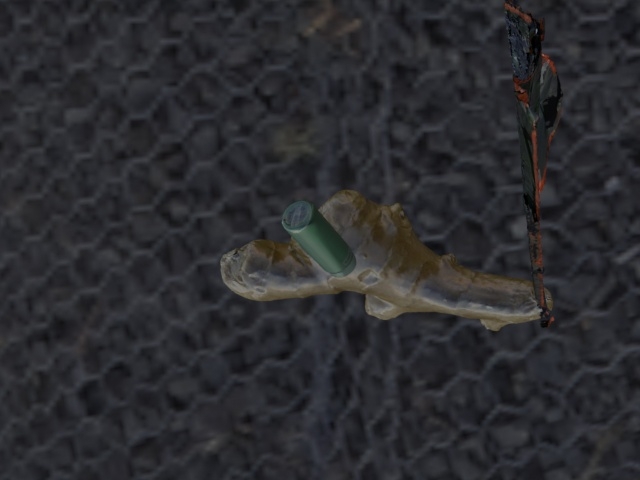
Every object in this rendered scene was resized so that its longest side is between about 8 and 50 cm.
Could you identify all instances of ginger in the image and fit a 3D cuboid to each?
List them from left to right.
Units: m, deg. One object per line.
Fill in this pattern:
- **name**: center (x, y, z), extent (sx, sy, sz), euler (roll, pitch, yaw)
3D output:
- **ginger**: center (0.070, 0.029, 1.876), extent (0.334, 0.081, 0.148), euler (15, 112, -4)

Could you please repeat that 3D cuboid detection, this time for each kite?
- **kite**: center (0.038, -0.050, 0.341), extent (0.010, 0.190, 0.159), euler (-7, 123, 7)

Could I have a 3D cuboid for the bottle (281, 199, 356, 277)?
- **bottle**: center (0.000, 0.000, 1.510), extent (0.030, 0.083, 0.030), euler (-17, 52, 22)
